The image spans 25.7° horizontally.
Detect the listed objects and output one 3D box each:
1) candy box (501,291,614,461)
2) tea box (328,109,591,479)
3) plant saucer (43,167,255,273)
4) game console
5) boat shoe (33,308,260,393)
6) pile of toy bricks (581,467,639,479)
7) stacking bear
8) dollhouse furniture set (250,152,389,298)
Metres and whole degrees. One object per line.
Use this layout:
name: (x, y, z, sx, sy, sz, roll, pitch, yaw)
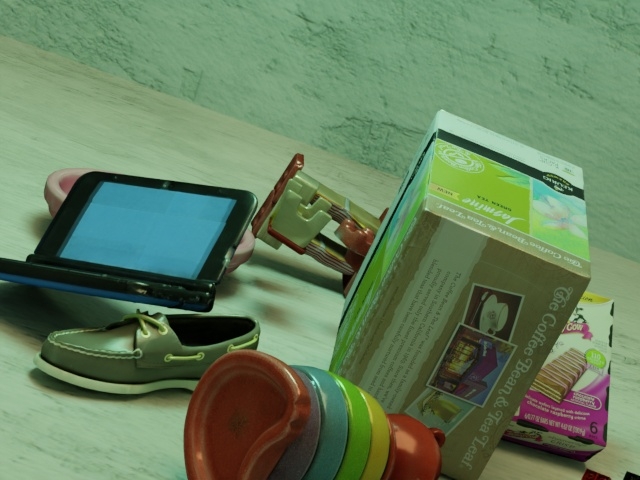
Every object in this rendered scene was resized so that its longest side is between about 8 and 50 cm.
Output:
candy box: (0.321, 0.174, 1.958, 0.159, 0.071, 0.233, 16, 58, -11)
tea box: (0.172, 0.065, 1.777, 0.220, 0.329, 0.323, 22, 26, -4)
plant saucer: (-0.268, -0.015, 2.150, 0.332, 0.084, 0.332, 19, 13, -4)
game console: (-0.269, -0.013, 1.792, 0.293, 0.173, 0.250, 7, -4, 26)
boat shoe: (-0.200, 0.127, 1.678, 0.305, 0.091, 0.109, 7, 18, -42)
pile of toy bricks: (0.382, 0.352, 1.623, 0.212, 0.118, 0.105, 18, -22, 34)
stacking bear: (0.013, 0.223, 1.496, 0.289, 0.175, 0.164, 21, 17, -38)
dollhouse furniture set: (0.000, 0.000, 2.217, 0.201, 0.152, 0.374, 32, 11, -6)
